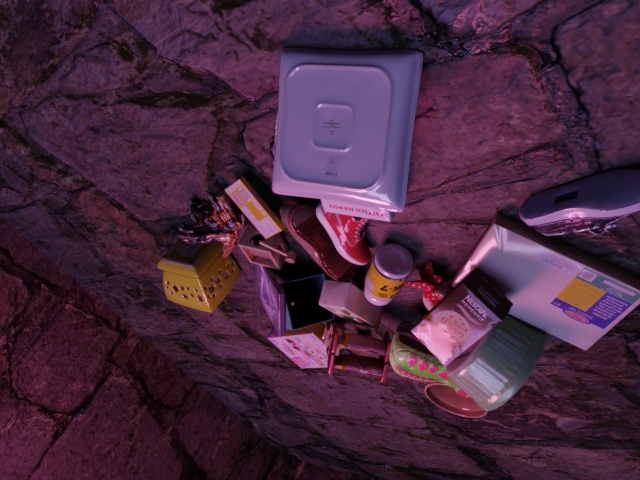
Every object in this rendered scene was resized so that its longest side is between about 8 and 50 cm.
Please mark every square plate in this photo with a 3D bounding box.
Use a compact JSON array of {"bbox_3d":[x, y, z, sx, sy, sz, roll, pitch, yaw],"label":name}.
[{"bbox_3d":[0.039,-0.254,1.230,0.347,0.049,0.344,11,102,26],"label":"square plate"}]

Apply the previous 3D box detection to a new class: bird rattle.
[{"bbox_3d":[0.375,0.189,1.657,0.253,0.143,0.207,17,146,21],"label":"bird rattle"}]

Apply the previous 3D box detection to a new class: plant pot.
[{"bbox_3d":[-0.087,0.230,1.985,0.234,0.165,0.166,-25,78,64],"label":"plant pot"},{"bbox_3d":[0.518,0.553,2.046,0.237,0.110,0.237,21,146,15],"label":"plant pot"},{"bbox_3d":[-0.470,0.107,2.101,0.227,0.228,0.207,11,135,25],"label":"plant pot"}]

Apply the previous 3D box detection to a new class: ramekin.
[{"bbox_3d":[0.503,0.329,1.611,0.148,0.303,0.303,35,146,5],"label":"ramekin"}]

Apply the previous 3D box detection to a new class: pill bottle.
[{"bbox_3d":[0.204,0.111,1.697,0.119,0.119,0.208,25,146,7],"label":"pill bottle"}]

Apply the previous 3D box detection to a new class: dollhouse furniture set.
[{"bbox_3d":[0.125,0.360,1.990,0.201,0.152,0.374,9,-171,-4],"label":"dollhouse furniture set"}]

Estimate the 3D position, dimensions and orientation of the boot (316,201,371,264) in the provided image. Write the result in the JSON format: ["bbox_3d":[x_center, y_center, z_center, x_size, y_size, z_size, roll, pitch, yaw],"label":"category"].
[{"bbox_3d":[0.118,-0.029,1.612,0.176,0.088,0.244,-11,125,42],"label":"boot"}]

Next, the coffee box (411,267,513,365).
[{"bbox_3d":[0.381,0.211,1.496,0.141,0.098,0.246,45,131,12],"label":"coffee box"}]

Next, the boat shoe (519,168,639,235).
[{"bbox_3d":[0.590,-0.064,1.195,0.105,0.113,0.306,38,148,-24],"label":"boat shoe"}]

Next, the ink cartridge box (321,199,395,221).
[{"bbox_3d":[0.089,-0.192,1.388,0.201,0.117,0.278,11,141,25],"label":"ink cartridge box"}]

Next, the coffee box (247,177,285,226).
[{"bbox_3d":[-0.186,-0.114,1.760,0.113,0.040,0.184,-10,129,45],"label":"coffee box"}]

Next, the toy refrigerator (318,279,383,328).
[{"bbox_3d":[0.108,0.222,1.849,0.102,0.094,0.269,4,160,32],"label":"toy refrigerator"}]

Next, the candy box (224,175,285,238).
[{"bbox_3d":[-0.205,-0.100,1.709,0.206,0.027,0.105,51,146,-13],"label":"candy box"}]

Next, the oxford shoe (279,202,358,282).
[{"bbox_3d":[0.000,0.000,1.739,0.348,0.123,0.130,53,166,-32],"label":"oxford shoe"}]

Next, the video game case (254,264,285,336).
[{"bbox_3d":[-0.184,0.184,1.962,0.274,0.026,0.196,-126,32,-50],"label":"video game case"}]

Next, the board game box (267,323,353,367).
[{"bbox_3d":[-0.048,0.458,2.378,0.316,0.064,0.242,-16,126,47],"label":"board game box"}]

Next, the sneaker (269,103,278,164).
[{"bbox_3d":[-0.089,-0.261,1.441,0.112,0.120,0.299,47,148,32],"label":"sneaker"}]

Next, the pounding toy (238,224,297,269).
[{"bbox_3d":[-0.161,0.015,1.846,0.206,0.094,0.181,12,152,23],"label":"pounding toy"}]

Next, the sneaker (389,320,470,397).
[{"bbox_3d":[0.449,0.389,1.837,0.482,0.202,0.185,24,139,-23],"label":"sneaker"}]

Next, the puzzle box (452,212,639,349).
[{"bbox_3d":[0.589,0.116,1.447,0.408,0.052,0.272,26,137,6],"label":"puzzle box"}]

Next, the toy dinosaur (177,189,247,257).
[{"bbox_3d":[-0.359,-0.044,1.896,0.218,0.164,0.322,6,120,6],"label":"toy dinosaur"}]
